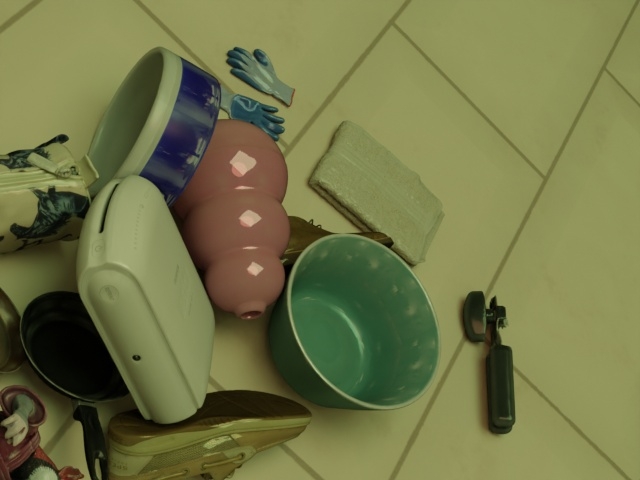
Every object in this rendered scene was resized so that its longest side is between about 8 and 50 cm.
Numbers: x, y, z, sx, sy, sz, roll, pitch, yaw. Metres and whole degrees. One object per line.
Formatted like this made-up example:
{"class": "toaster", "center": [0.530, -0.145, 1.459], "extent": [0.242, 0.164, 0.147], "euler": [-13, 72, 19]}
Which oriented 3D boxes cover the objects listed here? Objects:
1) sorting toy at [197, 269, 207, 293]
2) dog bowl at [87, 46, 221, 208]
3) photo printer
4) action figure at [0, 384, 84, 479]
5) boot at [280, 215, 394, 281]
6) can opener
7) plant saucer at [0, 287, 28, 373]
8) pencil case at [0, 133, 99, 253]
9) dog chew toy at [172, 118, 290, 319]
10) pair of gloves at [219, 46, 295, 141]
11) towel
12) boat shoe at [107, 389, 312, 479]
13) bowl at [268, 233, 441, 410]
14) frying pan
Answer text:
{"class": "sorting toy", "center": [-0.175, 0.076, 1.873], "extent": [0.083, 0.012, 0.062], "euler": [37, 44, -11]}
{"class": "dog bowl", "center": [-0.269, -0.167, 1.763], "extent": [0.104, 0.265, 0.265], "euler": [26, 53, -26]}
{"class": "photo printer", "center": [-0.253, 0.072, 1.616], "extent": [0.256, 0.107, 0.308], "euler": [-90, 163, -57]}
{"class": "action figure", "center": [-0.488, 0.265, 1.463], "extent": [0.370, 0.248, 0.276], "euler": [32, 7, -35]}
{"class": "boot", "center": [0.000, 0.000, 1.993], "extent": [0.305, 0.112, 0.115], "euler": [-6, 60, -37]}
{"class": "can opener", "center": [0.329, 0.234, 2.144], "extent": [0.093, 0.074, 0.280], "euler": [-2, 61, -1]}
{"class": "plant saucer", "center": [-0.481, 0.118, 1.566], "extent": [0.168, 0.029, 0.168], "euler": [51, 18, -23]}
{"class": "pencil case", "center": [-0.523, -0.045, 1.558], "extent": [0.410, 0.183, 0.160], "euler": [-14, 64, -40]}
{"class": "dog chew toy", "center": [-0.141, -0.030, 1.820], "extent": [0.206, 0.206, 0.332], "euler": [6, 61, -35]}
{"class": "pair of gloves", "center": [-0.122, -0.281, 2.102], "extent": [0.159, 0.023, 0.198], "euler": [33, 51, -19]}
{"class": "towel", "center": [0.116, -0.088, 2.161], "extent": [0.282, 0.049, 0.187], "euler": [40, 48, -13]}
{"class": "boat shoe", "center": [-0.169, 0.306, 1.699], "extent": [0.341, 0.121, 0.110], "euler": [-2, 106, -33]}
{"class": "bowl", "center": [0.034, 0.159, 1.884], "extent": [0.311, 0.163, 0.312], "euler": [18, 57, -30]}
{"class": "frying pan", "center": [-0.324, 0.211, 1.614], "extent": [0.197, 0.053, 0.326], "euler": [-3, 55, -50]}
